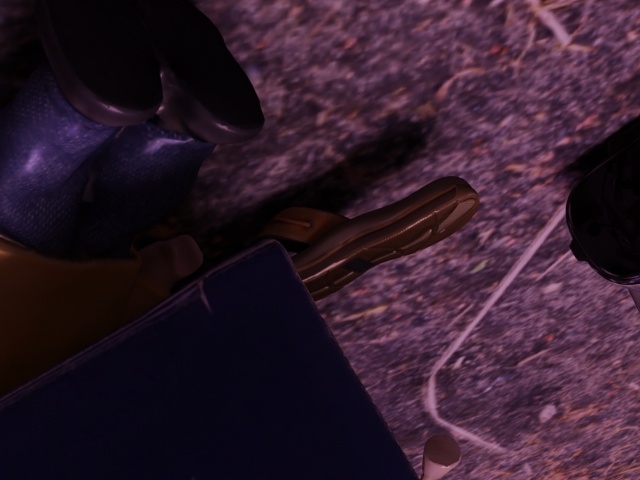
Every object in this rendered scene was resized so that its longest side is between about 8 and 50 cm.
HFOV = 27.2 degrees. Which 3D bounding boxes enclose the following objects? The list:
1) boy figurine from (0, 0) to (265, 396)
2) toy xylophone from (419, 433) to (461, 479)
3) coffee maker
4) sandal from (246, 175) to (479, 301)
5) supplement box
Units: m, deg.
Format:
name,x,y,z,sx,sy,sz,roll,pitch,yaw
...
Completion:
name,x,y,z,sx,sy,sz,roll,pitch,yaw
boy figurine,-0.138,0.014,0.612,0.177,0.092,0.285,4,139,-42
toy xylophone,-0.034,0.212,1.011,0.236,0.081,0.323,-8,145,-29
coffee maker,0.259,-0.021,0.874,0.171,0.120,0.178,-54,148,0
sandal,0.000,0.000,0.738,0.180,0.049,0.072,-26,165,10
supplement box,-0.060,0.155,0.661,0.194,0.195,0.356,-30,172,-8
